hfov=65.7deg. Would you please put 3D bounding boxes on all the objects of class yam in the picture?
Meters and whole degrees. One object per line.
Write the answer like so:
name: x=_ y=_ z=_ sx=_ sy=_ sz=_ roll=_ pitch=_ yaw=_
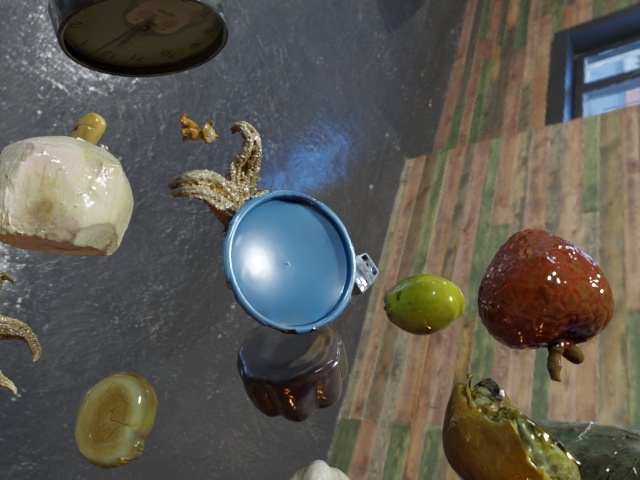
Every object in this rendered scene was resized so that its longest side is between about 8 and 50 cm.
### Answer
yam: x=0.527 y=0.441 z=0.877 sx=0.201 sy=0.271 sz=0.202 roll=-46 pitch=118 yaw=-52

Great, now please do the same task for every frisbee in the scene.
frisbee: x=-0.050 y=0.035 z=0.823 sx=0.242 sy=0.045 sz=0.242 roll=9 pitch=72 yaw=-29

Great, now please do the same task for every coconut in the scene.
coconut: x=-0.571 y=-0.102 z=1.105 sx=0.297 sy=0.297 sz=0.254 roll=13 pitch=77 yaw=-49

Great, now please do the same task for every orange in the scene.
orange: x=0.198 y=0.231 z=0.553 sx=0.112 sy=0.160 sz=0.170 roll=-45 pitch=150 yaw=5

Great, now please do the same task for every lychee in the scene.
lychee: x=0.436 y=0.117 z=0.963 sx=0.255 sy=0.255 sz=0.300 roll=32 pitch=32 yaw=-44

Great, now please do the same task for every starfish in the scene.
starfish: x=-0.138 y=-0.057 z=0.913 sx=0.303 sy=0.113 sz=0.311 roll=-44 pitch=122 yaw=-67
starfish: x=-0.799 y=0.213 z=1.109 sx=0.303 sy=0.060 sz=0.299 roll=0 pitch=64 yaw=-33

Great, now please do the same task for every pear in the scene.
pear: x=0.348 y=0.215 z=1.665 sx=0.212 sy=0.269 sz=0.212 roll=172 pitch=-90 yaw=-89

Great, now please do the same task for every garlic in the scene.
garlic: x=0.006 y=0.685 z=1.272 sx=0.203 sy=0.185 sz=0.281 roll=-85 pitch=166 yaw=-64

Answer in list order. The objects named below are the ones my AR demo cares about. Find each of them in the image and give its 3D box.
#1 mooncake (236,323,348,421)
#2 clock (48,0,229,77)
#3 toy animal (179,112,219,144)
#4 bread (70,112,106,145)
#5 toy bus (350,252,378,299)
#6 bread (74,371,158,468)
mooncake: x=-0.068 y=0.321 z=1.287 sx=0.306 sy=0.306 sz=0.154 roll=-46 pitch=132 yaw=-45
clock: x=-0.330 y=-0.401 z=0.930 sx=0.319 sy=0.319 sz=0.066 roll=-7 pitch=85 yaw=-52
toy animal: x=-0.272 y=-0.250 z=1.112 sx=0.083 sy=0.060 sz=0.081 roll=-5 pitch=59 yaw=-12
bread: x=-0.635 y=-0.294 z=1.339 sx=0.115 sy=0.082 sz=0.056 roll=-53 pitch=147 yaw=9
toy bus: x=0.031 y=0.142 z=1.552 sx=0.136 sy=0.330 sz=0.109 roll=-39 pitch=96 yaw=-41
bread: x=-0.473 y=0.418 z=1.159 sx=0.104 sy=0.214 sz=0.213 roll=57 pitch=38 yaw=-64
